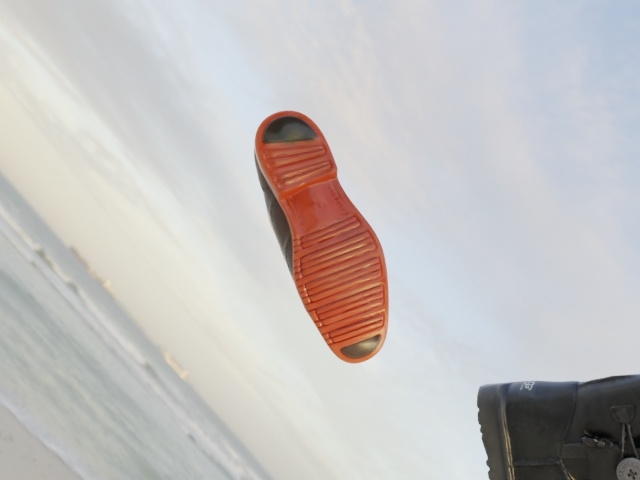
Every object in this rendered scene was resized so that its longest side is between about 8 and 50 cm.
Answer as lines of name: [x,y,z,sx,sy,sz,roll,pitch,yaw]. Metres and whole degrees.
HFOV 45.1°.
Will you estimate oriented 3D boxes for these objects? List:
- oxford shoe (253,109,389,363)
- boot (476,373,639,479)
oxford shoe: [0.000,0.000,0.823,0.098,0.096,0.271,130,-57,-73]
boot: [0.452,0.339,0.980,0.445,0.146,0.367,-10,-81,29]
